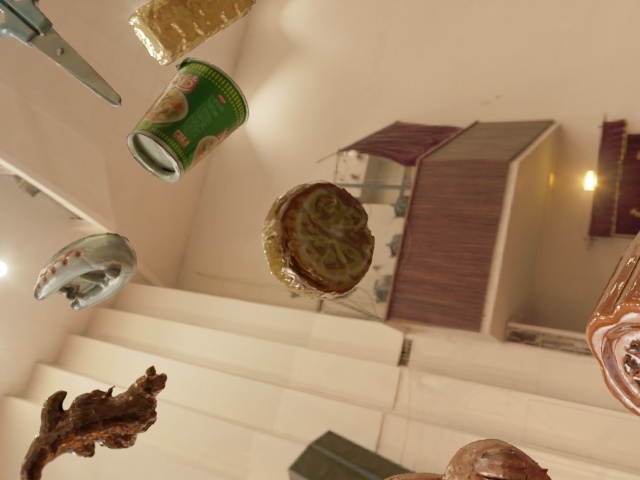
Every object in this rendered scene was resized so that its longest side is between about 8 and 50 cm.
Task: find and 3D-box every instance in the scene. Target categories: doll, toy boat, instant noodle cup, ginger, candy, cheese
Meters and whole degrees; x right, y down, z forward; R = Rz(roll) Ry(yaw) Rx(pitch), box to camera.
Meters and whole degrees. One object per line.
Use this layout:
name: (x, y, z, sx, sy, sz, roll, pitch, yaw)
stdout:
doll: (0.147, 0.362, 0.738, 0.201, 0.303, 0.156, 41, -157, -41)
toy boat: (-0.413, 0.068, 1.084, 0.134, 0.208, 0.078, 33, -148, -46)
instant noodle cup: (-0.310, -0.261, 1.371, 0.232, 0.207, 0.207, -56, -41, -28)
ginger: (-0.472, 0.374, 1.272, 0.080, 0.333, 0.166, 119, 130, -78)
candy: (0.000, 0.000, 1.305, 0.260, 0.118, 0.259, 6, -102, -30)
cheese: (-0.194, -0.341, 0.902, 0.167, 0.123, 0.093, -38, -57, -12)

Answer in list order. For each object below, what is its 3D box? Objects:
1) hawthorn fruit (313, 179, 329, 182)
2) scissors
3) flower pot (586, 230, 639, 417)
hawthorn fruit: (-0.003, -0.134, 1.692, 0.077, 0.077, 0.077, -14, -74, -57)
scissors: (-0.546, -0.399, 1.224, 0.192, 0.447, 0.029, -48, -16, -4)
flower pot: (0.300, 0.052, 0.434, 0.173, 0.191, 0.190, -36, -52, -23)
